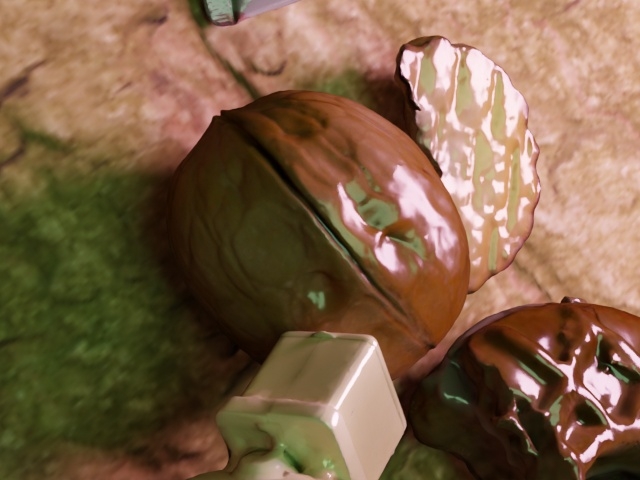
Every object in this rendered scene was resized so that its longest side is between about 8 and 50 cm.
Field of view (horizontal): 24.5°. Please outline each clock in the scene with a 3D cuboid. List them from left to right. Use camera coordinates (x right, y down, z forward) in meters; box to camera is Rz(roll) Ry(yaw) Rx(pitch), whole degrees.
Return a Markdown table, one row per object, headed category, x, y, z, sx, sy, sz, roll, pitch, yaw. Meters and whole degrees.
| category | x | y | z | sx | sy | sz | roll | pitch | yaw |
| --- | --- | --- | --- | --- | --- | --- | --- | --- | --- |
| clock | 0.017 | 0.263 | 0.859 | 0.276 | 0.120 | 0.379 | -57 | 139 | -41 |

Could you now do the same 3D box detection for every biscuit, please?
| category | x | y | z | sx | sy | sz | roll | pitch | yaw |
| --- | --- | --- | --- | --- | --- | --- | --- | --- | --- |
| biscuit | 0.099 | -0.057 | 1.045 | 0.118 | 0.061 | 0.183 | -20 | 101 | -35 |
| biscuit | 0.232 | 0.205 | 1.027 | 0.268 | 0.115 | 0.366 | -10 | 70 | -35 |

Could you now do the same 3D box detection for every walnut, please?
| category | x | y | z | sx | sy | sz | roll | pitch | yaw |
| --- | --- | --- | --- | --- | --- | --- | --- | --- | --- |
| walnut | 0.000 | 0.000 | 0.915 | 0.207 | 0.167 | 0.167 | 49 | 63 | -20 |

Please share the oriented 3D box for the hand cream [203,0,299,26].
| category | x | y | z | sx | sy | sz | roll | pitch | yaw |
| --- | --- | --- | --- | --- | --- | --- | --- | --- | --- |
| hand cream | 0.055 | -0.244 | 1.032 | 0.341 | 0.078 | 0.124 | -18 | 99 | -26 |
